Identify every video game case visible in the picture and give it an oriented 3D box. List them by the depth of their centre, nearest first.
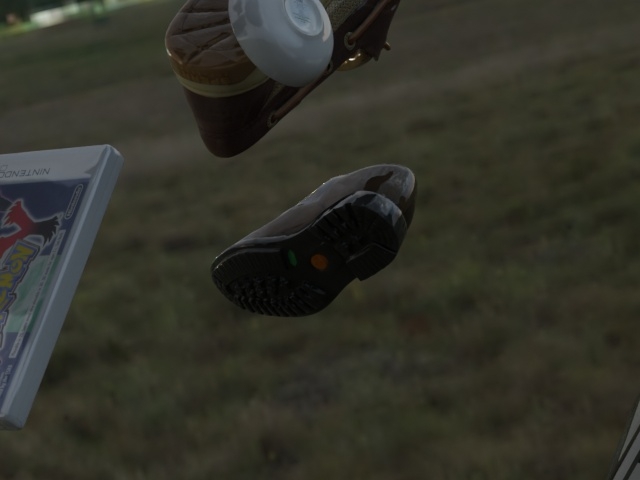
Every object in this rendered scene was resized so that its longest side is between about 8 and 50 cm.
[{"bbox_3d":[-0.233,0.030,1.205,0.183,0.023,0.201,-3,58,35],"label":"video game case"}]

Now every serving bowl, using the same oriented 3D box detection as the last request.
[{"bbox_3d":[-0.020,-0.144,1.210,0.027,0.083,0.083,-32,-4,39],"label":"serving bowl"}]

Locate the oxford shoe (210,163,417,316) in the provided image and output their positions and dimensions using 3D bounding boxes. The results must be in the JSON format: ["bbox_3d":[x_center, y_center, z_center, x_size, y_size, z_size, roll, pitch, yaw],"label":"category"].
[{"bbox_3d":[0.000,0.000,1.503,0.227,0.083,0.096,-23,25,42],"label":"oxford shoe"}]

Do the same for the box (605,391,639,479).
[{"bbox_3d":[0.269,0.068,0.942,0.169,0.290,0.087,24,50,6],"label":"box"}]

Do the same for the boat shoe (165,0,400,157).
[{"bbox_3d":[0.000,-0.191,1.468,0.123,0.123,0.342,13,45,27],"label":"boat shoe"}]
